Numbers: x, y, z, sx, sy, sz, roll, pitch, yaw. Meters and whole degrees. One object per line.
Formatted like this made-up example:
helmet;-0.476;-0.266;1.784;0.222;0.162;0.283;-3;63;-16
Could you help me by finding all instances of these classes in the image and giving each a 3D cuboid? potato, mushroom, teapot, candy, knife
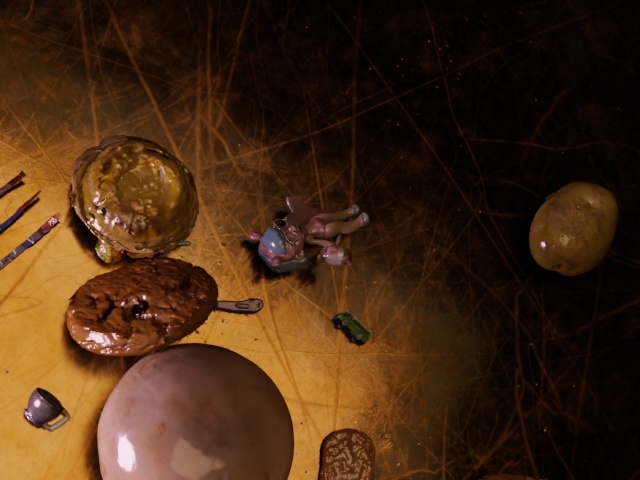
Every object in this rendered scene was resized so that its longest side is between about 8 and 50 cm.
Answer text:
potato;0.584;-0.027;2.182;0.197;0.148;0.228;27;70;-24
mushroom;-0.231;0.373;1.726;0.362;0.295;0.362;11;58;-17
teapot;-0.516;0.321;1.768;0.057;0.066;0.088;-49;118;-4
candy;-0.357;0.012;1.912;0.201;0.060;0.061;-5;77;-29
knife;-0.178;0.133;1.950;0.121;0.018;0.031;5;81;-17

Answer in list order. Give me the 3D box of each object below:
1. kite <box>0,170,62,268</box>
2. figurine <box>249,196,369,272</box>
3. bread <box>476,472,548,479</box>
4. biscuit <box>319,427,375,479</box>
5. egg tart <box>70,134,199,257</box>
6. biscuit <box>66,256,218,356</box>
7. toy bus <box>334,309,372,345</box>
kite;-0.675;0.024;1.811;0.360;0.022;0.204;-40;90;-20
figurine;-0.005;0.004;1.991;0.260;0.103;0.205;-21;58;-27
bread;0.395;0.614;1.947;0.274;0.149;0.274;7;67;-17
biscuit;0.055;0.509;1.921;0.118;0.029;0.247;8;73;-16
egg tart;-0.365;-0.102;1.886;0.278;0.095;0.279;12;58;-19
biscuit;-0.339;0.114;1.784;0.295;0.296;0.075;-23;125;-23
toy bus;0.069;0.187;2.013;0.083;0.031;0.037;45;60;-3
